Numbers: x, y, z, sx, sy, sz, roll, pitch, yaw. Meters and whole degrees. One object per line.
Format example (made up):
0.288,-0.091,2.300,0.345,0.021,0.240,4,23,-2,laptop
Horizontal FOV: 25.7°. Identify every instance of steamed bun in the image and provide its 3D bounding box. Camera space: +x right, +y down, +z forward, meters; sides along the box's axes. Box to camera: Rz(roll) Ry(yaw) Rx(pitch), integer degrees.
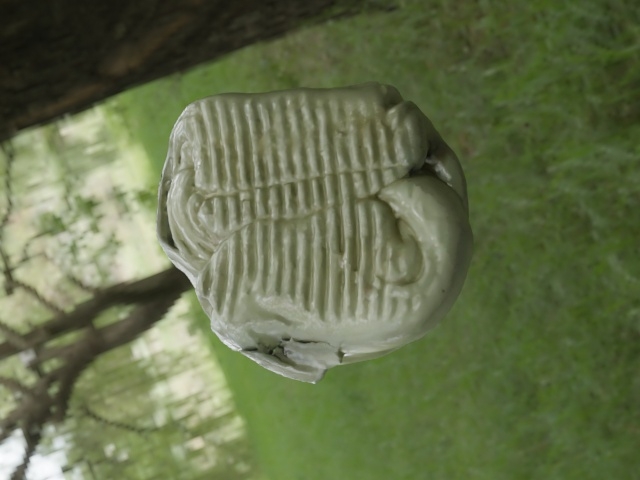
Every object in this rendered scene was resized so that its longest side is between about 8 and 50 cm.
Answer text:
0.000,0.002,0.993,0.144,0.218,0.211,63,-161,-63,steamed bun
